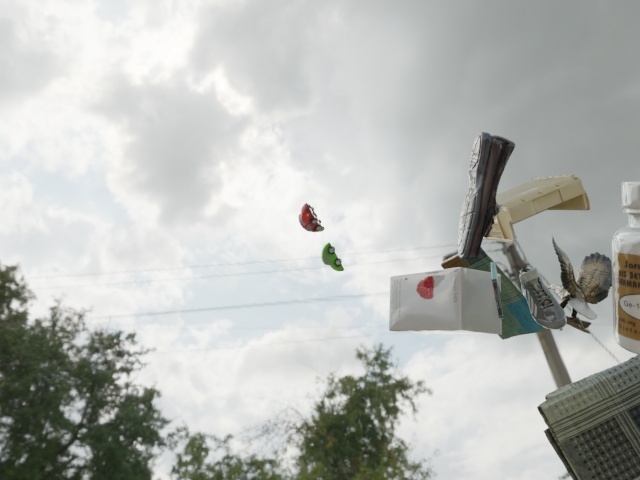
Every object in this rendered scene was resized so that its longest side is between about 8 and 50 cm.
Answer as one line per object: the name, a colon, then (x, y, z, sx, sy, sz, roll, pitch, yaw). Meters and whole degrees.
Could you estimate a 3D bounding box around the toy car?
toy car: (0.000, 0.000, 1.557, 0.053, 0.239, 0.224, -28, -90, 3)

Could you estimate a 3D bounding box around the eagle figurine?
eagle figurine: (0.884, 0.149, 1.827, 0.225, 0.298, 0.226, 17, -5, 40)

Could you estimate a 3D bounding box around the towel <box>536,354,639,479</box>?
towel: (0.695, 0.462, 1.206, 0.325, 0.312, 0.056, -18, -21, -14)

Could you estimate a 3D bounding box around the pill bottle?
pill bottle: (0.462, 0.031, 0.697, 0.131, 0.131, 0.229, -5, -84, 3)

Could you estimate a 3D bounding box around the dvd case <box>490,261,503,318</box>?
dvd case: (0.448, 0.126, 1.329, 0.013, 0.087, 0.119, -8, -66, 20)

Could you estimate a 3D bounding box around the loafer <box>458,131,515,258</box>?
loafer: (0.393, -0.101, 1.228, 0.096, 0.302, 0.109, 9, -1, -1)

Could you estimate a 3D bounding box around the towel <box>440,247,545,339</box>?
towel: (0.615, 0.188, 1.876, 0.370, 0.040, 0.271, 51, -23, 3)

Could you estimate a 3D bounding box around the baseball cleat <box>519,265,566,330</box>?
baseball cleat: (0.546, 0.136, 1.319, 0.072, 0.205, 0.109, -25, -65, 7)

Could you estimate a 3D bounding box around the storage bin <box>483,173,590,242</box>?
storage bin: (0.651, -0.102, 1.651, 0.263, 0.260, 0.123, -22, -83, -6)

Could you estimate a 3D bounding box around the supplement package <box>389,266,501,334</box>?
supplement package: (0.364, 0.186, 1.558, 0.176, 0.177, 0.293, 11, -15, -32)
